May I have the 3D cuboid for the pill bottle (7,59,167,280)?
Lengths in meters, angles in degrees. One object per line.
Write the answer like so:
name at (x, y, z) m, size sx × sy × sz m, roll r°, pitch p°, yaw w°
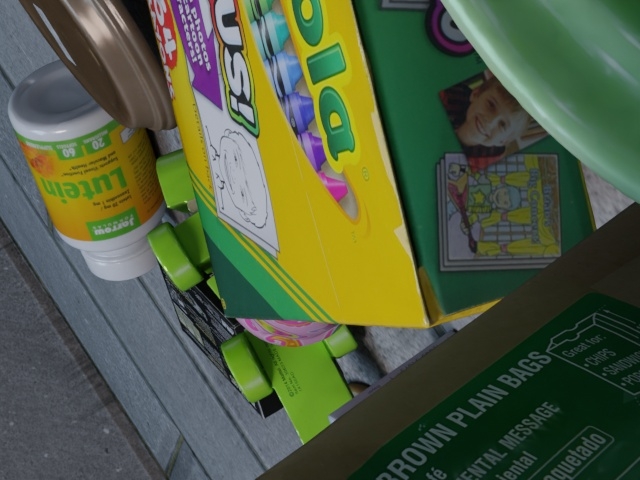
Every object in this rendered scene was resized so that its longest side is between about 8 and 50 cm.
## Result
pill bottle at (-0.252, -0.074, 1.517) m, size 0.136 × 0.136 × 0.245 m, roll 41°, pitch 155°, yaw 42°

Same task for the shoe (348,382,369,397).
shoe at (0.054, 0.193, 1.274) m, size 0.219 × 0.058 × 0.076 m, roll 21°, pitch 138°, yaw 61°

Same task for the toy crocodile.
toy crocodile at (-0.060, 0.051, 1.266) m, size 0.340 × 0.115 × 0.105 m, roll 56°, pitch 180°, yaw 13°

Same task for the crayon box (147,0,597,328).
crayon box at (-0.009, -0.141, 0.714) m, size 0.313 × 0.106 × 0.363 m, roll 173°, pitch 83°, yaw -71°

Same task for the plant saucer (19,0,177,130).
plant saucer at (-0.227, -0.207, 1.225) m, size 0.278 × 0.041 × 0.278 m, roll 49°, pitch 168°, yaw 14°

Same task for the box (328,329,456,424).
box at (0.089, 0.165, 1.039) m, size 0.072 × 0.126 × 0.137 m, roll 33°, pitch 149°, yaw 49°

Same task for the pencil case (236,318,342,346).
pencil case at (0.000, 0.000, 1.030) m, size 0.124 × 0.124 × 0.284 m, roll 56°, pitch 161°, yaw 8°

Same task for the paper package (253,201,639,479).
paper package at (0.121, 0.168, 0.544) m, size 0.168 × 0.325 × 0.309 m, roll 27°, pitch 130°, yaw 32°

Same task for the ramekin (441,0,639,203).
ramekin at (0.139, -0.157, 0.379) m, size 0.303 × 0.148 × 0.303 m, roll 50°, pitch 159°, yaw 26°

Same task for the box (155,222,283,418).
box at (-0.091, 0.077, 1.432) m, size 0.180 × 0.077 × 0.147 m, roll 41°, pitch 154°, yaw 43°
